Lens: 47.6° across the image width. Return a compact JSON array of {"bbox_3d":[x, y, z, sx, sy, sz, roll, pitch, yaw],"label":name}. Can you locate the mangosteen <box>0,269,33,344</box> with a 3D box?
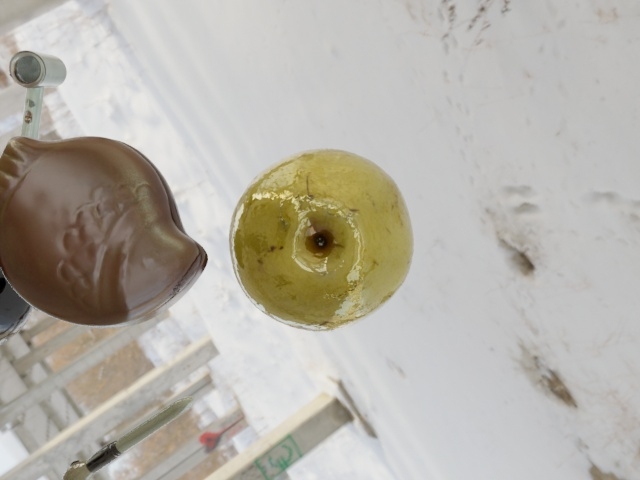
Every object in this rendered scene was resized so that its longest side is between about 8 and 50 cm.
[{"bbox_3d":[-0.798,0.129,1.664,0.297,0.297,0.313,47,149,31],"label":"mangosteen"}]

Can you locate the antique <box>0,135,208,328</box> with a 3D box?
[{"bbox_3d":[-0.274,-0.012,0.885,0.278,0.224,0.129,26,172,3],"label":"antique"}]

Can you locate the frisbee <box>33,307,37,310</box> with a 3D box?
[{"bbox_3d":[-0.536,0.020,1.389,0.012,0.211,0.187,18,166,29],"label":"frisbee"}]

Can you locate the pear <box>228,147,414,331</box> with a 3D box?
[{"bbox_3d":[0.000,0.000,1.318,0.348,0.348,0.348,50,163,21],"label":"pear"}]

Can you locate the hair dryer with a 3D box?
[{"bbox_3d":[-0.585,-0.266,1.497,0.131,0.073,0.237,-77,-4,-80],"label":"hair dryer"}]

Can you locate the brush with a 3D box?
[{"bbox_3d":[-0.301,0.310,1.125,0.039,0.299,0.042,46,-159,-17],"label":"brush"}]
